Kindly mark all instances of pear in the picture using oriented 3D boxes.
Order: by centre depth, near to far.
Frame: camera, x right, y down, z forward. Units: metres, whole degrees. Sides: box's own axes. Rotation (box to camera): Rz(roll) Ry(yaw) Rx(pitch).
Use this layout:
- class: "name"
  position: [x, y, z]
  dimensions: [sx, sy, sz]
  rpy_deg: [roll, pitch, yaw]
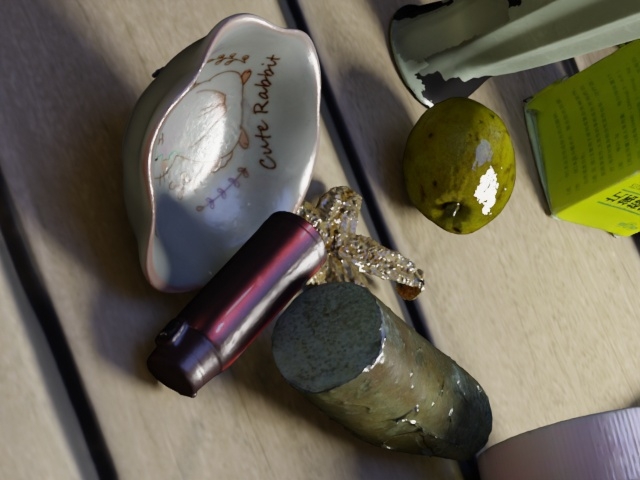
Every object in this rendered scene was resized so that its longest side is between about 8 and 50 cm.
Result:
- class: "pear"
  position: [0.125, -0.069, 1.750]
  dimensions: [0.107, 0.107, 0.131]
  rpy_deg: [40, 35, -30]

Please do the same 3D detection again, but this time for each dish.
- class: "dish"
  position: [-0.091, -0.071, 1.468]
  dimensions: [0.229, 0.081, 0.229]
  rpy_deg: [-38, 139, -44]

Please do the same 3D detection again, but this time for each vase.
- class: "vase"
  position: [0.235, -0.232, 1.764]
  dimensions: [0.165, 0.360, 0.165]
  rpy_deg: [28, 51, -40]

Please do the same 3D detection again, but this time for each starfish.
- class: "starfish"
  position: [0.008, -0.004, 1.609]
  dimensions: [0.209, 0.053, 0.150]
  rpy_deg: [51, 33, -16]

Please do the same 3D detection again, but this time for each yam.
- class: "yam"
  position: [0.053, 0.111, 1.555]
  dimensions: [0.259, 0.106, 0.106]
  rpy_deg: [43, 37, -58]

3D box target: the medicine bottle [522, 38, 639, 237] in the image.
- class: "medicine bottle"
  position: [0.343, -0.114, 1.932]
  dimensions: [0.137, 0.250, 0.141]
  rpy_deg: [10, 60, -47]

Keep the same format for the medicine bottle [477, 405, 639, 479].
- class: "medicine bottle"
  position: [0.257, 0.339, 1.584]
  dimensions: [0.213, 0.213, 0.378]
  rpy_deg: [9, 64, -49]

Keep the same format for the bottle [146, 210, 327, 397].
- class: "bottle"
  position: [-0.064, 0.048, 1.450]
  dimensions: [0.060, 0.060, 0.164]
  rpy_deg: [53, 57, -17]
